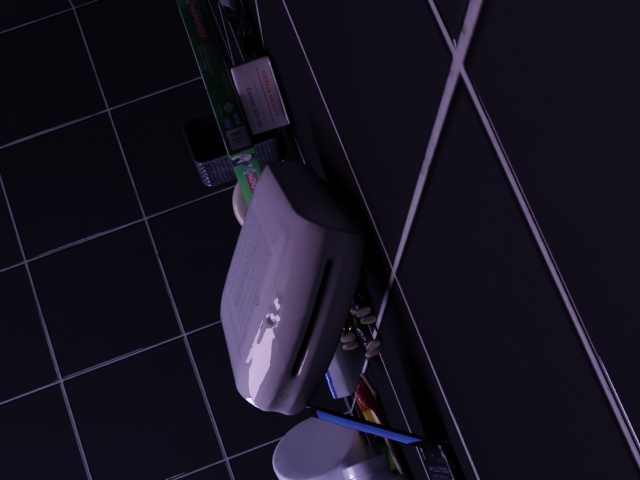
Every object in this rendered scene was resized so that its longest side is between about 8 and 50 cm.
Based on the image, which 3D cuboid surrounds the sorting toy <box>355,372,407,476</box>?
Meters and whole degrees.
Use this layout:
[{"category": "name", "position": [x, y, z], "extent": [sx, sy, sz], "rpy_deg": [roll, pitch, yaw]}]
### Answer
[{"category": "sorting toy", "position": [0.119, 0.392, 1.824], "extent": [0.193, 0.038, 0.208], "rpy_deg": [-140, 30, -82]}]

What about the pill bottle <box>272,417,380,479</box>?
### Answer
[{"category": "pill bottle", "position": [0.062, 0.572, 1.871], "extent": [0.392, 0.224, 0.224], "rpy_deg": [64, 179, -26]}]

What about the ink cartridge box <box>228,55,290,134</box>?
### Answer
[{"category": "ink cartridge box", "position": [-0.103, -0.241, 1.464], "extent": [0.198, 0.067, 0.115], "rpy_deg": [-127, 18, -77]}]

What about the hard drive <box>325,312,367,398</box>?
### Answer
[{"category": "hard drive", "position": [0.000, 0.083, 1.506], "extent": [0.210, 0.040, 0.319], "rpy_deg": [-51, -58, -74]}]

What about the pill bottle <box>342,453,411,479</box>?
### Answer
[{"category": "pill bottle", "position": [0.130, 0.540, 1.654], "extent": [0.146, 0.146, 0.264], "rpy_deg": [84, 164, -74]}]

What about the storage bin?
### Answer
[{"category": "storage bin", "position": [-0.172, -0.201, 1.774], "extent": [0.084, 0.180, 0.122], "rpy_deg": [78, 171, -59]}]

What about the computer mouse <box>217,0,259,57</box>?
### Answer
[{"category": "computer mouse", "position": [-0.150, -0.407, 1.501], "extent": [0.193, 0.042, 0.106], "rpy_deg": [63, 179, 13]}]

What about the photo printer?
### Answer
[{"category": "photo printer", "position": [-0.040, 0.053, 1.113], "extent": [0.307, 0.107, 0.256], "rpy_deg": [-123, 49, -69]}]

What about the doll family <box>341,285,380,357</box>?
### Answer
[{"category": "doll family", "position": [0.033, 0.086, 1.288], "extent": [0.193, 0.076, 0.111], "rpy_deg": [81, 173, -47]}]

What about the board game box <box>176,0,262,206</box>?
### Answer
[{"category": "board game box", "position": [-0.165, -0.239, 1.521], "extent": [0.213, 0.046, 0.317], "rpy_deg": [75, 175, -69]}]

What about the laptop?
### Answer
[{"category": "laptop", "position": [0.093, 0.306, 1.067], "extent": [0.234, 0.136, 0.264], "rpy_deg": [85, 164, -77]}]

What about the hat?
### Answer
[{"category": "hat", "position": [0.078, 0.221, 1.681], "extent": [0.173, 0.183, 0.208], "rpy_deg": [-79, 2, -46]}]

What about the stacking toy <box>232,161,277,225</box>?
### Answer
[{"category": "stacking toy", "position": [-0.084, -0.077, 1.760], "extent": [0.330, 0.141, 0.141], "rpy_deg": [-32, -78, -87]}]
